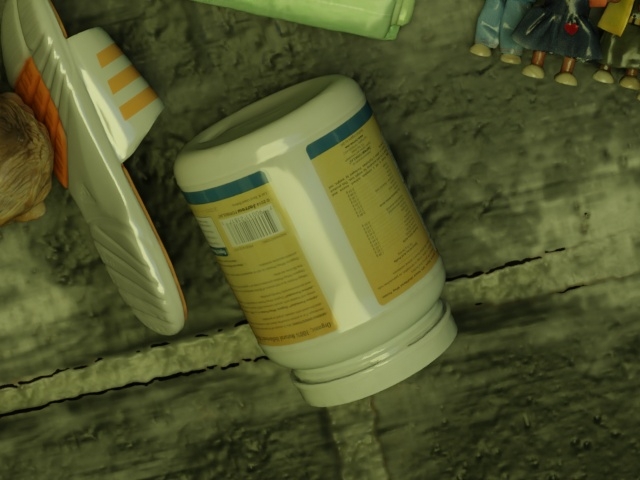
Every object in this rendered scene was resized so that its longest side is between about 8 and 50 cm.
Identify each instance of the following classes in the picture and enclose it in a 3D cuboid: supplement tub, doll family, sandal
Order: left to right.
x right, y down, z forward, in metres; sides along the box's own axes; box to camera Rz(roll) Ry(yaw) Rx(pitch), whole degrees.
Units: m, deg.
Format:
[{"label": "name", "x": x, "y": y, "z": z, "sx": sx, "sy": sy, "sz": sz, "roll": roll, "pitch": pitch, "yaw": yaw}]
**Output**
[{"label": "sandal", "x": -0.142, "y": -0.063, "z": 1.291, "sx": 0.076, "sy": 0.102, "sz": 0.265, "roll": -27, "pitch": 95, "yaw": -27}, {"label": "supplement tub", "x": 0.000, "y": 0.000, "z": 1.278, "sx": 0.144, "sy": 0.144, "sz": 0.199, "roll": -24, "pitch": 103, "yaw": 7}, {"label": "doll family", "x": 0.188, "y": -0.167, "z": 1.271, "sx": 0.193, "sy": 0.076, "sz": 0.111, "roll": 11, "pitch": 109, "yaw": 1}]

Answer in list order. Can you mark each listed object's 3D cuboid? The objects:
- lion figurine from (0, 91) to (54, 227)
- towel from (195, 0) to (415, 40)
[{"label": "lion figurine", "x": -0.340, "y": -0.169, "z": 1.234, "sx": 0.240, "sy": 0.142, "sz": 0.392, "roll": -13, "pitch": 108, "yaw": 12}, {"label": "towel", "x": -0.025, "y": -0.316, "z": 1.253, "sx": 0.248, "sy": 0.038, "sz": 0.324, "roll": 13, "pitch": 106, "yaw": -2}]
